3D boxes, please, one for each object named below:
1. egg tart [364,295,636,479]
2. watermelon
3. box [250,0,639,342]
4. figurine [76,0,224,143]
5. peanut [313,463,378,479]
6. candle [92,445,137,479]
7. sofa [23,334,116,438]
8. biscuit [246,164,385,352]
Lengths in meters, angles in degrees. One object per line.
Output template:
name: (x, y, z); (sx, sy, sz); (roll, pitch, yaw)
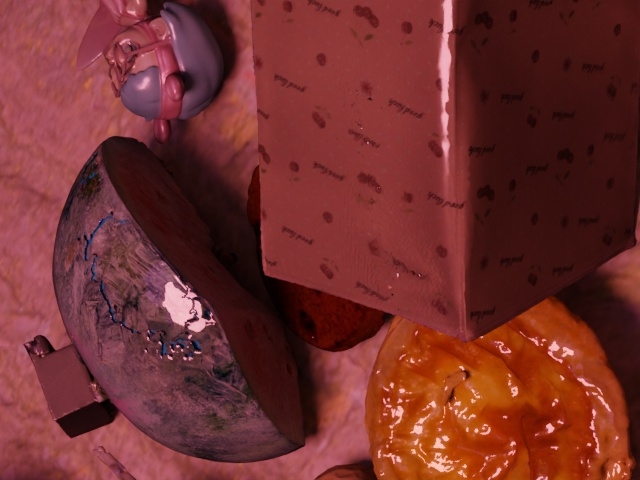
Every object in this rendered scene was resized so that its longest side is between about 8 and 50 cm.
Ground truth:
egg tart: (0.141, 0.141, 1.139); (0.241, 0.106, 0.241); (2, 93, 38)
watermelon: (-0.159, 0.069, 1.282); (0.175, 0.188, 0.322); (-44, 68, 11)
box: (0.090, -0.117, 1.040); (0.190, 0.225, 0.297); (15, 118, 38)
figurine: (-0.157, -0.232, 1.327); (0.260, 0.102, 0.205); (68, 153, 16)
peanut: (0.036, 0.303, 1.252); (0.104, 0.085, 0.228); (-14, 87, 20)
candle: (-0.115, 0.318, 1.312); (0.187, 0.187, 0.330); (-34, 74, 36)
sofa: (-0.235, 0.134, 1.422); (0.147, 0.060, 0.085); (99, 147, -75)
biscuit: (0.000, 0.000, 1.250); (0.192, 0.049, 0.192); (35, 134, 46)
